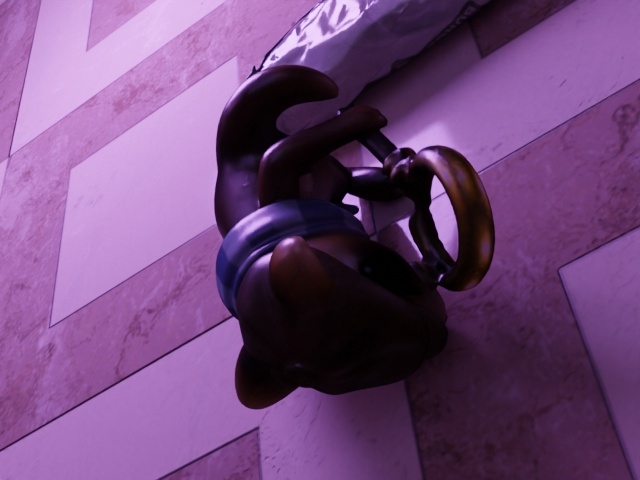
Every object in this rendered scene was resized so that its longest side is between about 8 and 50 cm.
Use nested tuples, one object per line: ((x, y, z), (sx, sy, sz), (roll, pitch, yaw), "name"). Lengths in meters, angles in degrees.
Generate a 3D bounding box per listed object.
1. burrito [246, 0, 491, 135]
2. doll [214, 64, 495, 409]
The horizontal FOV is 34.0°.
((0.049, -0.241, 1.232), (0.446, 0.101, 0.139), (-36, 53, 14), "burrito")
((0.004, 0.000, 1.001), (0.339, 0.209, 0.317), (-110, 37, -52), "doll")
